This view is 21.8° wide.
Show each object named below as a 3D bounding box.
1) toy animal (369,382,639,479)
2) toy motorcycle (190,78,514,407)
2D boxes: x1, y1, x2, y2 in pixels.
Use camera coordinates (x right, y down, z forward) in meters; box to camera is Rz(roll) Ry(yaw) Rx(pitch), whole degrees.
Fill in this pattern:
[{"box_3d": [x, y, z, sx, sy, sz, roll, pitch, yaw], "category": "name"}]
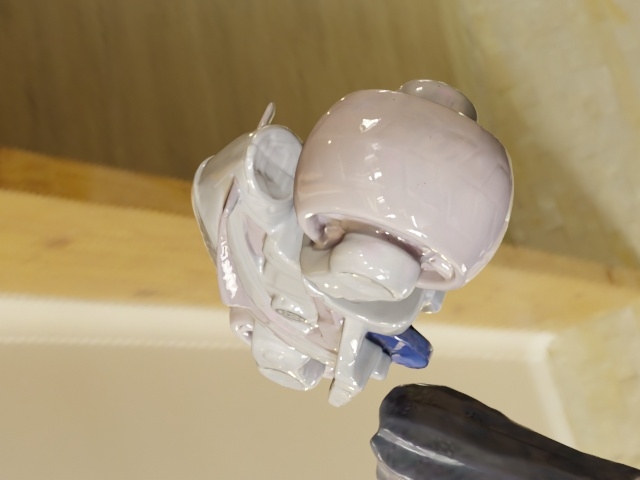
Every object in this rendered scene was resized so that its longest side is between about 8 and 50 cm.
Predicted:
[{"box_3d": [0.218, 0.131, 0.640, 0.081, 0.367, 0.206, -68, -32, -41], "category": "toy animal"}, {"box_3d": [0.000, 0.000, 0.634, 0.254, 0.112, 0.112, 127, 126, -72], "category": "toy motorcycle"}]
